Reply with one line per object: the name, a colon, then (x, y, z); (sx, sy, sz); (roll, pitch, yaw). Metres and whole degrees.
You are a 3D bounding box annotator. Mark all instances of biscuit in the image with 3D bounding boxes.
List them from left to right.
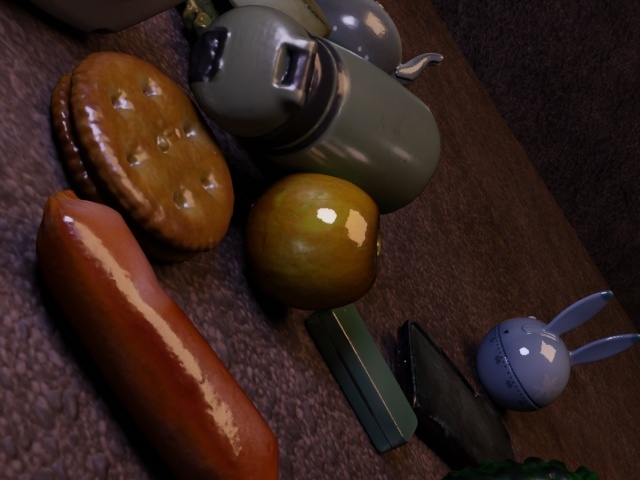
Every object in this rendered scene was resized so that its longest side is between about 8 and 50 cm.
biscuit: (-0.167, -0.079, 0.948); (0.220, 0.066, 0.221); (46, 27, -32)

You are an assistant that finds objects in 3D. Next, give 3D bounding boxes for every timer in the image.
timer: (0.377, 0.175, 1.667); (0.175, 0.255, 0.175); (48, 0, 0)

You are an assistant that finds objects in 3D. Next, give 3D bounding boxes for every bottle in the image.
bottle: (-0.006, -0.145, 1.116); (0.347, 0.168, 0.169); (24, 42, -55)

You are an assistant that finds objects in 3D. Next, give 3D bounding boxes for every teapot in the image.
teapot: (0.040, -0.318, 1.567); (0.294, 0.129, 0.193); (32, -21, 5)

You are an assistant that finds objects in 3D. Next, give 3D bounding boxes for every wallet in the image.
wallet: (0.195, 0.252, 1.403); (0.318, 0.045, 0.172); (47, 28, -36)

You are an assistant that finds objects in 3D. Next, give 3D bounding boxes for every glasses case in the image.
glasses case: (0.051, 0.159, 1.188); (0.184, 0.039, 0.078); (61, 20, -1)

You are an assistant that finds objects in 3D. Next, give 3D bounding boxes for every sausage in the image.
sausage: (-0.131, 0.093, 0.783); (0.300, 0.083, 0.089); (56, 21, -6)

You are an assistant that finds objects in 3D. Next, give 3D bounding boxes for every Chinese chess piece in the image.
Chinese chess piece: (-0.066, -0.327, 1.336); (0.188, 0.083, 0.188); (46, 15, -16)

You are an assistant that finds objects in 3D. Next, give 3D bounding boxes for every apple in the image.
apple: (-0.001, 0.006, 1.090); (0.163, 0.147, 0.147); (42, 51, -63)

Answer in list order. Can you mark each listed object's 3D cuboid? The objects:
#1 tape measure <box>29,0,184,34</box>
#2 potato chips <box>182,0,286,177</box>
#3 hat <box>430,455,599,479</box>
tape measure: (-0.191, -0.317, 0.917); (0.265, 0.258, 0.130); (28, 36, -56)
potato chips: (-0.055, -0.205, 1.375); (0.429, 0.070, 0.359); (48, 22, -32)
hat: (0.175, 0.354, 1.005); (0.332, 0.274, 0.242); (90, -10, -72)
